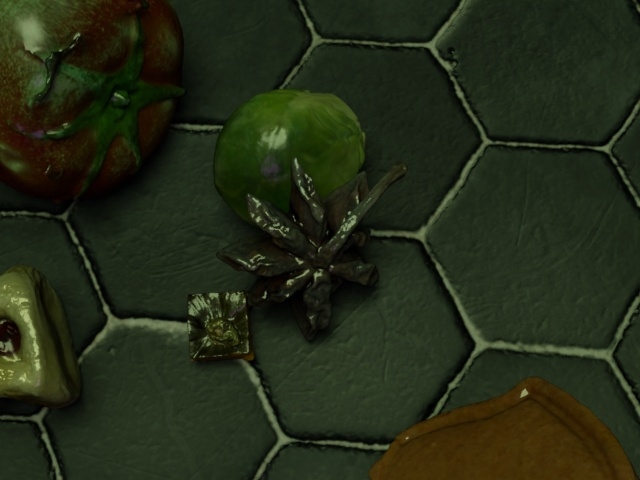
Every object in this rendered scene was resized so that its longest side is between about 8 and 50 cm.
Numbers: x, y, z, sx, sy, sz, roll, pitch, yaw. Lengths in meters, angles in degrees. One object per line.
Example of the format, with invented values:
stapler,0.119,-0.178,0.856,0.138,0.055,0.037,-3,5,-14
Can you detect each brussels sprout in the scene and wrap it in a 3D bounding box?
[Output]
brussels sprout,-0.038,-0.100,1.761,0.161,0.144,0.181,42,70,-6

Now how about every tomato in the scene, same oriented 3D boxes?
tomato,-0.314,-0.203,1.777,0.239,0.303,0.303,27,74,30

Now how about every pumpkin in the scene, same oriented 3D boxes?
pumpkin,-0.116,0.100,1.745,0.074,0.054,0.083,-6,75,7

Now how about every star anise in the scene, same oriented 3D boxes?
star anise,0.000,0.000,1.701,0.231,0.209,0.089,-60,34,19

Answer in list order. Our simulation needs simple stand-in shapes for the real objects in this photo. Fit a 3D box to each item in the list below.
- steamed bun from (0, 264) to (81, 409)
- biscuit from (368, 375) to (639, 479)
steamed bun,-0.370,0.126,1.716,0.155,0.141,0.172,-20,73,2
biscuit,0.143,0.339,1.523,0.349,0.078,0.455,9,62,43
